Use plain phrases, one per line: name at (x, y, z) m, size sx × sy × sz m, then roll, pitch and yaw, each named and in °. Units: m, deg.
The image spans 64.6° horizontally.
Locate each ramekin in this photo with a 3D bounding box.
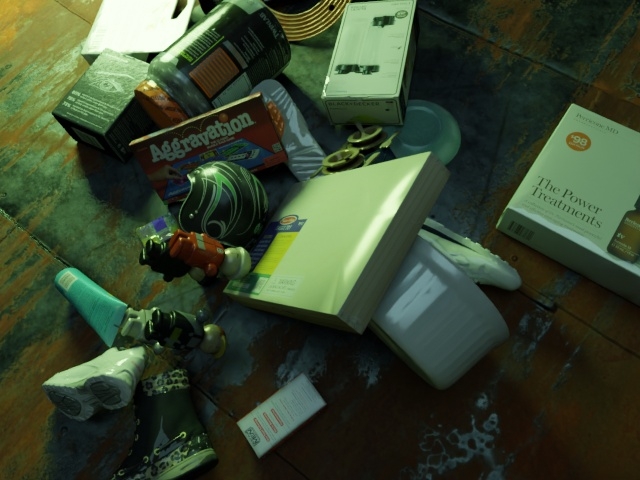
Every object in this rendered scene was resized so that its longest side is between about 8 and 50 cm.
ramekin at (0.147, 0.108, 0.816) m, size 0.135 × 0.277 × 0.277 m, roll -44°, pitch 70°, yaw -6°

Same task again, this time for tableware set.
tableware set at (0.066, -0.187, 1.002) m, size 0.128 × 0.039 × 0.194 m, roll -2°, pitch 32°, yaw 36°

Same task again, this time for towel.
towel at (-0.336, -0.019, 1.051) m, size 0.083 × 0.009 × 0.060 m, roll -27°, pitch 66°, yaw -7°

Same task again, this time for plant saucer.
plant saucer at (0.205, -0.235, 1.085) m, size 0.194 × 0.037 × 0.195 m, roll -1°, pitch 66°, yaw 3°

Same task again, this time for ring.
ring at (-0.066, -0.648, 1.187) m, size 0.336 × 0.032 × 0.337 m, roll 6°, pitch 110°, yaw 16°

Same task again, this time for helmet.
helmet at (-0.184, -0.071, 0.979) m, size 0.169 × 0.169 × 0.162 m, roll 14°, pitch 83°, yaw 11°

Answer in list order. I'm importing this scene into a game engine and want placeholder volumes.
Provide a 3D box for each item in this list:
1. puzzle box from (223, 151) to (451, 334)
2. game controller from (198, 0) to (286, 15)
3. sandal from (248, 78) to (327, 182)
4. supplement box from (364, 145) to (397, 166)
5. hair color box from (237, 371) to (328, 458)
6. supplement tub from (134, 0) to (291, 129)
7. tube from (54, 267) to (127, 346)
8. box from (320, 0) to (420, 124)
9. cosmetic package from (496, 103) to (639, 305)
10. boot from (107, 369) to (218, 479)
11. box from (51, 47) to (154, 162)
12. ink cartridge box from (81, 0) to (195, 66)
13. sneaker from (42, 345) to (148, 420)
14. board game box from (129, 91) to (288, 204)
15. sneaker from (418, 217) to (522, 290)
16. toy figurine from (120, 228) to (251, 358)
puzzle box at (0.000, 0.000, 0.837) m, size 0.052 × 0.409 × 0.272 m, roll 40°, pitch 71°, yaw -24°
game controller at (-0.159, -0.663, 1.290) m, size 0.319 × 0.067 × 0.167 m, roll -19°, pitch 66°, yaw -3°
sandal at (-0.065, -0.215, 1.087) m, size 0.102 × 0.076 × 0.265 m, roll -33°, pitch 88°, yaw 6°
supplement box at (0.130, -0.127, 1.017) m, size 0.056 × 0.083 × 0.083 m, roll -25°, pitch 66°, yaw -6°
hair color box at (-0.064, 0.299, 0.868) m, size 0.141 × 0.043 × 0.072 m, roll -35°, pitch 68°, yaw -11°
supplement tub at (-0.231, -0.364, 1.094) m, size 0.193 × 0.194 × 0.316 m, roll 38°, pitch 74°, yaw 19°
tube at (-0.425, 0.113, 0.939) m, size 0.207 × 0.052 × 0.080 m, roll 26°, pitch 100°, yaw 37°
box at (0.116, -0.393, 1.113) m, size 0.169 × 0.087 × 0.290 m, roll 3°, pitch 63°, yaw 18°
cosmetic package at (0.572, -0.056, 0.944) m, size 0.377 × 0.097 × 0.284 m, roll 31°, pitch 70°, yaw 17°
boot at (-0.305, 0.340, 0.854) m, size 0.236 × 0.085 × 0.179 m, roll -22°, pitch 62°, yaw -5°
box at (-0.458, -0.304, 1.133) m, size 0.153 × 0.108 × 0.207 m, roll 25°, pitch 70°, yaw 15°
ink cartridge box at (-0.420, -0.555, 1.254) m, size 0.261 × 0.066 × 0.296 m, roll 4°, pitch 67°, yaw 12°
sneaker at (-0.385, 0.242, 0.889) m, size 0.232 × 0.090 × 0.115 m, roll -15°, pitch 23°, yaw 27°
board game box at (-0.222, -0.180, 1.020) m, size 0.281 × 0.145 × 0.027 m, roll -19°, pitch 30°, yaw 7°
sneaker at (0.253, 0.043, 0.942) m, size 0.235 × 0.090 × 0.095 m, roll 28°, pitch 84°, yaw 20°
toy figurine at (-0.232, 0.096, 0.885) m, size 0.213 × 0.148 × 0.210 m, roll -13°, pitch 61°, yaw 50°
